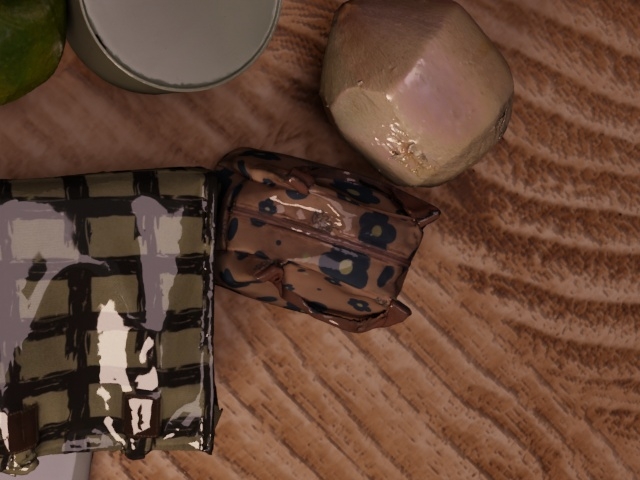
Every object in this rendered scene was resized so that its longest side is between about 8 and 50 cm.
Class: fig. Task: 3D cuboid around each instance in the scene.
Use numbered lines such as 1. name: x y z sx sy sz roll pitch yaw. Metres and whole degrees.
1. fig: -0.381 -0.212 1.355 0.203 0.235 0.203 16 47 -18

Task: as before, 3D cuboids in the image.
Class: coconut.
1. coconut: 0.100 -0.185 1.486 0.234 0.224 0.224 37 83 -26

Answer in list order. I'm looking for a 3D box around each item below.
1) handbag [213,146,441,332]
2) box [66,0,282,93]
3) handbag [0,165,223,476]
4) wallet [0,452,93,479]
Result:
1. handbag: 0.000 0.000 1.475 0.251 0.193 0.190 15 86 -21
2. box: -0.172 -0.276 1.402 0.226 0.149 0.226 -2 96 -22
3. handbag: -0.272 0.086 1.394 0.325 0.162 0.327 -3 89 -19
4. wallet: -0.351 0.327 1.453 0.170 0.069 0.231 10 84 -16
